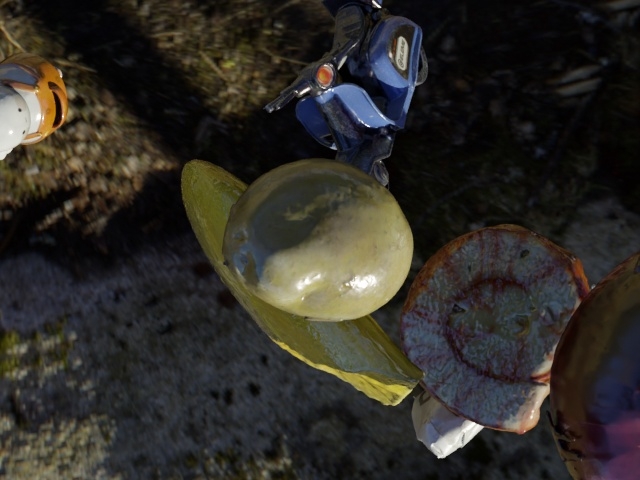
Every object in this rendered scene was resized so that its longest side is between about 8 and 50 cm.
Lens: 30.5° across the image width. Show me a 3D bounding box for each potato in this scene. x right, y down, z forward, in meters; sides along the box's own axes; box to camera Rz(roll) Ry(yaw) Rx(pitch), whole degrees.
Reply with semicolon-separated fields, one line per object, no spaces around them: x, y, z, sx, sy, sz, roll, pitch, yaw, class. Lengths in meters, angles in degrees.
0.000;0.000;1.313;0.235;0.178;0.160;-11;144;-34;potato

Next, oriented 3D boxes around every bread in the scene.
0.289;0.133;1.956;0.295;0.114;0.327;31;101;16;bread

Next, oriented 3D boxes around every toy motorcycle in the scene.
0.043;-0.220;1.590;0.125;0.358;0.212;-18;134;32;toy motorcycle

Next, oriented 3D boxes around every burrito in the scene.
0.342;0.214;2.124;0.445;0.139;0.101;-41;117;-6;burrito

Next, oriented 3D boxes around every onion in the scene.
0.360;0.143;1.101;0.314;0.232;0.314;0;94;-5;onion

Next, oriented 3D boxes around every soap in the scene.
-0.046;0.067;1.572;0.115;0.306;0.427;-41;79;-7;soap

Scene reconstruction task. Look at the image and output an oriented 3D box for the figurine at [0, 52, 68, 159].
-0.482;-0.202;1.793;0.271;0.143;0.143;-35;113;-49;figurine
